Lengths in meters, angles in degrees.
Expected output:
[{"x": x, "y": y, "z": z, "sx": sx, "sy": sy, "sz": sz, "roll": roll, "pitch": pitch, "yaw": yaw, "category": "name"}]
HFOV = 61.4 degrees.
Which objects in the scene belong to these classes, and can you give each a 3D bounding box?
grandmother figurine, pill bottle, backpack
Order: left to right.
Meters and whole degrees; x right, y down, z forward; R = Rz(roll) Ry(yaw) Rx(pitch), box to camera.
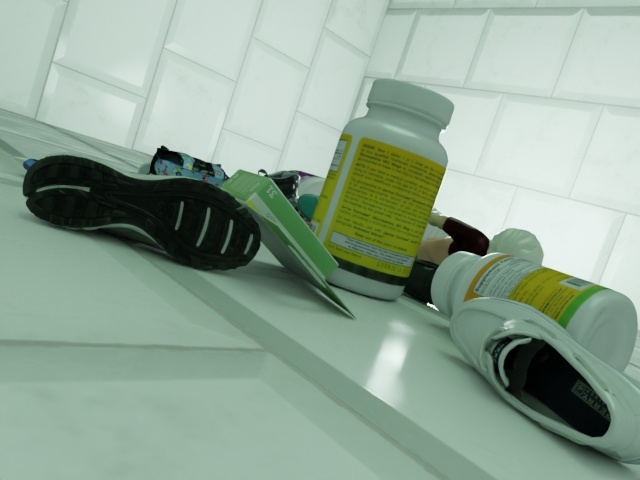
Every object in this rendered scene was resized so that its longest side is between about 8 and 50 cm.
[{"x": -0.250, "y": -0.105, "z": 1.040, "sx": 0.158, "sy": 0.117, "sz": 0.173, "roll": 17, "pitch": 5, "yaw": -27, "category": "backpack"}, {"x": -0.062, "y": -0.127, "z": 1.654, "sx": 0.169, "sy": 0.170, "sz": 0.301, "roll": 16, "pitch": 5, "yaw": -27, "category": "pill bottle"}, {"x": 0.101, "y": -0.085, "z": 0.905, "sx": 0.187, "sy": 0.334, "sz": 0.188, "roll": 19, "pitch": 6, "yaw": -2, "category": "pill bottle"}, {"x": 0.279, "y": 0.028, "z": 1.043, "sx": 0.208, "sy": 0.104, "sz": 0.342, "roll": 47, "pitch": -21, "yaw": -16, "category": "grandmother figurine"}, {"x": 0.266, "y": 0.095, "z": 0.719, "sx": 0.136, "sy": 0.137, "sz": 0.245, "roll": 16, "pitch": 6, "yaw": -34, "category": "pill bottle"}]

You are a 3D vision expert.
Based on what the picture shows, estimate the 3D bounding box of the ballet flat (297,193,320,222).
[{"x": 0.032, "y": -0.049, "z": 1.238, "sx": 0.188, "sy": 0.070, "sz": 0.070, "roll": 29, "pitch": 6, "yaw": 2, "category": "ballet flat"}]

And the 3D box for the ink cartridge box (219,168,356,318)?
[{"x": -0.037, "y": -0.004, "z": 0.722, "sx": 0.171, "sy": 0.056, "sz": 0.235, "roll": 51, "pitch": -14, "yaw": -28, "category": "ink cartridge box"}]

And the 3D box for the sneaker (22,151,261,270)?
[{"x": -0.202, "y": -0.038, "z": 0.656, "sx": 0.271, "sy": 0.101, "sz": 0.108, "roll": 18, "pitch": 0, "yaw": -11, "category": "sneaker"}]

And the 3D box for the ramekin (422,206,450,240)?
[{"x": 0.205, "y": -0.029, "z": 1.343, "sx": 0.272, "sy": 0.127, "sz": 0.273, "roll": 37, "pitch": -8, "yaw": 6, "category": "ramekin"}]

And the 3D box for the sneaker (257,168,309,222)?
[{"x": -0.063, "y": -0.093, "z": 1.392, "sx": 0.268, "sy": 0.153, "sz": 0.101, "roll": 16, "pitch": 6, "yaw": -31, "category": "sneaker"}]

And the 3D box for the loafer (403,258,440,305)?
[{"x": 0.223, "y": 0.085, "z": 0.985, "sx": 0.223, "sy": 0.076, "sz": 0.078, "roll": 24, "pitch": -3, "yaw": 15, "category": "loafer"}]

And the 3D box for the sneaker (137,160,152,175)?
[{"x": -0.316, "y": -0.144, "z": 1.338, "sx": 0.257, "sy": 0.094, "sz": 0.091, "roll": 18, "pitch": 10, "yaw": -7, "category": "sneaker"}]

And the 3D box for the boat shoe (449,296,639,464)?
[{"x": 0.202, "y": 0.114, "z": 0.527, "sx": 0.084, "sy": 0.095, "sz": 0.258, "roll": 21, "pitch": 3, "yaw": -28, "category": "boat shoe"}]

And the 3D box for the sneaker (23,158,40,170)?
[{"x": -0.410, "y": -0.114, "z": 0.890, "sx": 0.144, "sy": 0.059, "sz": 0.053, "roll": 16, "pitch": 8, "yaw": -20, "category": "sneaker"}]

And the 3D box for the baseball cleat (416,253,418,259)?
[{"x": 0.091, "y": 0.018, "z": 1.090, "sx": 0.205, "sy": 0.072, "sz": 0.109, "roll": 19, "pitch": -26, "yaw": -2, "category": "baseball cleat"}]

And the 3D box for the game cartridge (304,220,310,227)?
[{"x": 0.000, "y": 0.000, "z": 1.228, "sx": 0.294, "sy": 0.060, "sz": 0.196, "roll": 16, "pitch": 10, "yaw": -32, "category": "game cartridge"}]
